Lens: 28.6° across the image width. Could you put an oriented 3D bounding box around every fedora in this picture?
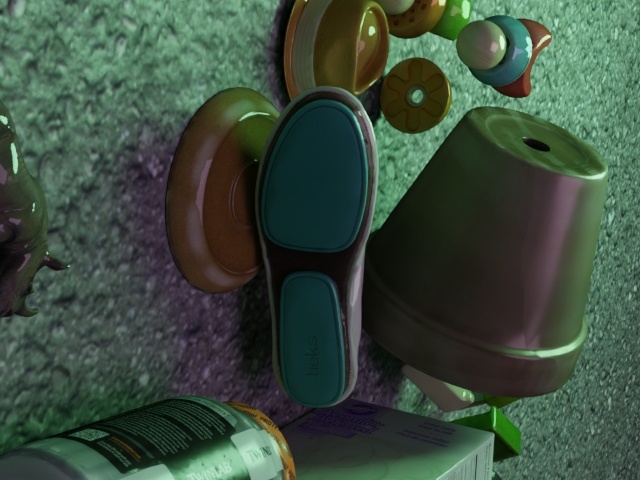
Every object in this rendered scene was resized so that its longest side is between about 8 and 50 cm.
[{"bbox_3d":[0.029,-0.232,1.504,0.194,0.079,0.194,-28,124,-53],"label":"fedora"}]

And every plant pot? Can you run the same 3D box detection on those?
[{"bbox_3d":[0.225,-0.007,1.601,0.323,0.323,0.280,-22,138,-56],"label":"plant pot"},{"bbox_3d":[-0.088,-0.053,1.412,0.236,0.032,0.236,-26,121,-54],"label":"plant pot"}]

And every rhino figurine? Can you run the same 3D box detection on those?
[{"bbox_3d":[-0.277,-0.024,1.060,0.106,0.073,0.243,-50,141,-35],"label":"rhino figurine"}]

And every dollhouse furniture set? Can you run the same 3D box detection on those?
[{"bbox_3d":[0.170,0.191,1.905,0.301,0.151,0.197,45,38,-36],"label":"dollhouse furniture set"}]

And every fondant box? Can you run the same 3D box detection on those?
[{"bbox_3d":[0.037,0.303,1.538,0.330,0.238,0.096,-19,114,-57],"label":"fondant box"}]

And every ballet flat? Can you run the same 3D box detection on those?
[{"bbox_3d":[0.000,0.000,1.447,0.139,0.139,0.400,-34,132,-51],"label":"ballet flat"}]

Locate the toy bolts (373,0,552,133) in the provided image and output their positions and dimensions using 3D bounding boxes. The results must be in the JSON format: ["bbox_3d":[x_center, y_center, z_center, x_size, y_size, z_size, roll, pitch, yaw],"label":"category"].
[{"bbox_3d":[0.152,-0.233,1.578,0.158,0.228,0.218,1,106,-60],"label":"toy bolts"}]

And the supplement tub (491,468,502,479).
[{"bbox_3d":[0.229,0.456,2.051,0.198,0.106,0.106,-48,138,-41],"label":"supplement tub"}]

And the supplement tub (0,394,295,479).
[{"bbox_3d":[-0.170,0.260,1.217,0.316,0.194,0.193,-11,109,-58],"label":"supplement tub"}]
